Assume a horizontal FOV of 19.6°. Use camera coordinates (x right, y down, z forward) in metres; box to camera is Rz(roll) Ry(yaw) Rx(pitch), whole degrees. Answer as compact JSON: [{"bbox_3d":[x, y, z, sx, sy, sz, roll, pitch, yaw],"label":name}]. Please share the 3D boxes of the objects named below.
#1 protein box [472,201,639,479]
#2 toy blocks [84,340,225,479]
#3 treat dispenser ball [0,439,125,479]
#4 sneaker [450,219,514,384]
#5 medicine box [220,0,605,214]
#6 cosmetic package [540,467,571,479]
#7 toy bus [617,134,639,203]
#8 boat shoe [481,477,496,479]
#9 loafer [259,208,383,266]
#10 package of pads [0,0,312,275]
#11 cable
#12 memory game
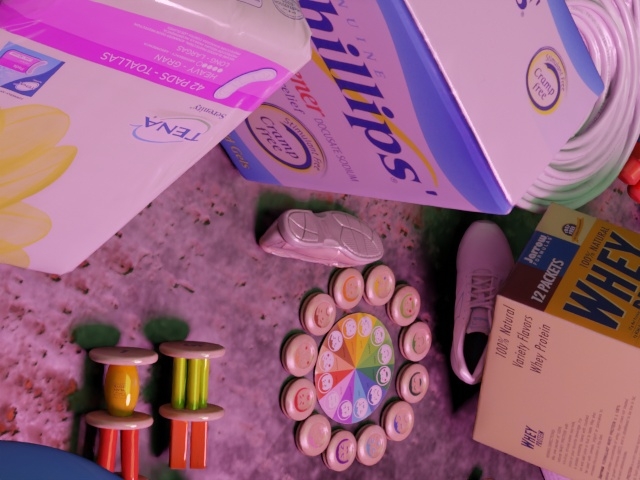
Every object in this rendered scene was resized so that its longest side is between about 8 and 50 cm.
[{"bbox_3d":[0.262,0.108,1.648,0.136,0.201,0.199,-55,158,-41],"label":"protein box"},{"bbox_3d":[-0.129,0.156,1.437,0.123,0.054,0.148,-2,98,-44],"label":"toy blocks"},{"bbox_3d":[-0.212,0.274,1.211,0.288,0.288,0.288,-9,103,-43],"label":"treat dispenser ball"},{"bbox_3d":[0.147,0.058,1.675,0.061,0.054,0.152,-37,131,-84],"label":"sneaker"},{"bbox_3d":[0.019,-0.173,1.360,0.149,0.289,0.263,-51,128,-26],"label":"medicine box"},{"bbox_3d":[0.306,0.147,1.841,0.231,0.085,0.117,-40,122,-30],"label":"cosmetic package"},{"bbox_3d":[0.374,-0.115,1.833,0.211,0.149,0.220,-52,132,-9],"label":"toy bus"},{"bbox_3d":[0.129,0.272,1.711,0.135,0.050,0.045,-55,135,-23],"label":"boat shoe"},{"bbox_3d":[0.000,0.000,1.555,0.125,0.039,0.045,12,55,-48],"label":"loafer"},{"bbox_3d":[-0.174,-0.102,1.205,0.229,0.296,0.101,16,46,-45],"label":"package of pads"},{"bbox_3d":[0.200,-0.154,1.684,0.257,0.089,0.257,-39,122,-32],"label":"cable"},{"bbox_3d":[0.034,0.111,1.618,0.186,0.012,0.186,-10,104,-43],"label":"memory game"}]
